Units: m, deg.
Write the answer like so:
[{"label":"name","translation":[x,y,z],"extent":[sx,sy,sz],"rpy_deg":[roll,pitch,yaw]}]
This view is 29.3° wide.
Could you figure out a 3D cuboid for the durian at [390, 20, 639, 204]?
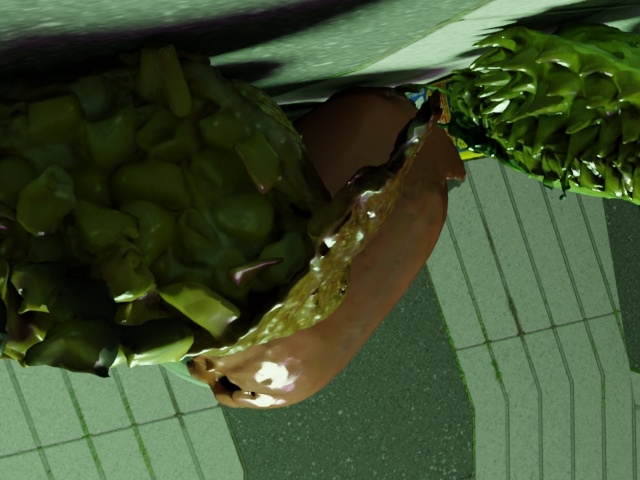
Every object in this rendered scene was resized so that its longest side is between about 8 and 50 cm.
[{"label":"durian","translation":[0.163,-0.080,0.759],"extent":[0.132,0.106,0.375],"rpy_deg":[-5,-160,-25]}]

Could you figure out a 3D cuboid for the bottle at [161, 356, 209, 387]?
[{"label":"bottle","translation":[-0.094,0.003,1.181],"extent":[0.229,0.229,0.351],"rpy_deg":[-10,-167,-6]}]

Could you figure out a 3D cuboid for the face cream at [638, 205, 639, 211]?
[{"label":"face cream","translation":[0.401,-0.061,0.841],"extent":[0.357,0.219,0.312],"rpy_deg":[-15,-167,17]}]

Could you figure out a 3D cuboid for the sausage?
[{"label":"sausage","translation":[0.000,0.000,0.918],"extent":[0.279,0.152,0.152],"rpy_deg":[-50,-161,-23]}]

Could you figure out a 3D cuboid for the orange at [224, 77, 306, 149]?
[{"label":"orange","translation":[-0.073,-0.028,0.769],"extent":[0.134,0.156,0.156],"rpy_deg":[-4,179,-27]}]

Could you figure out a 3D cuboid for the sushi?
[{"label":"sushi","translation":[-0.097,-0.012,0.606],"extent":[0.296,0.166,0.179],"rpy_deg":[11,173,12]}]

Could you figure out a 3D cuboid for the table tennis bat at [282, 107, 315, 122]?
[{"label":"table tennis bat","translation":[-0.071,-0.096,1.045],"extent":[0.138,0.022,0.246],"rpy_deg":[-7,-177,32]}]

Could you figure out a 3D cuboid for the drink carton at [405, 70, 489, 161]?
[{"label":"drink carton","translation":[0.120,-0.102,1.029],"extent":[0.056,0.071,0.166],"rpy_deg":[-7,-179,-20]}]
